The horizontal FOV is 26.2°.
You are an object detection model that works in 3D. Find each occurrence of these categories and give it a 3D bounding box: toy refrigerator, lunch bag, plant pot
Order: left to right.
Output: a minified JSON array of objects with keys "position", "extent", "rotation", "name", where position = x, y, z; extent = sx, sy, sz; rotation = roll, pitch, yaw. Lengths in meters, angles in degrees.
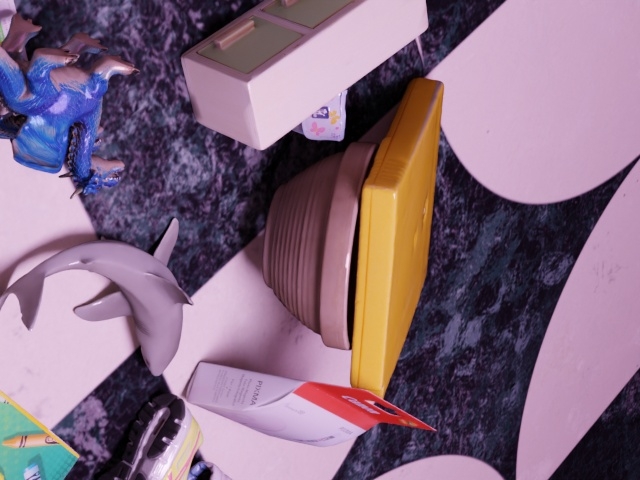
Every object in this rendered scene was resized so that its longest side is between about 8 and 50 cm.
[{"position":[-0.012,-0.215,1.458],"extent":[0.269,0.102,0.094],"rotation":[-39,137,-30],"name":"toy refrigerator"},{"position":[-0.007,-0.153,1.516],"extent":[0.053,0.083,0.071],"rotation":[-28,132,-39],"name":"lunch bag"},{"position":[0.000,0.000,1.561],"extent":[0.237,0.109,0.237],"rotation":[9,90,-81],"name":"plant pot"}]

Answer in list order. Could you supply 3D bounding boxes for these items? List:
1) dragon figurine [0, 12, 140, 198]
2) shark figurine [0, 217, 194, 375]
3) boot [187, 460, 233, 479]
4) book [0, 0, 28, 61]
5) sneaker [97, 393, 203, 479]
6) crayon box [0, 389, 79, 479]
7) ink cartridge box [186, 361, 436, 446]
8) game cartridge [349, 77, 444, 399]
[{"position":[-0.252,-0.111,1.195],"extent":[0.289,0.085,0.144],"rotation":[1,120,-62],"name":"dragon figurine"},{"position":[-0.191,0.048,1.388],"extent":[0.278,0.116,0.166],"rotation":[28,87,-56],"name":"shark figurine"},{"position":[-0.182,0.385,1.635],"extent":[0.258,0.095,0.123],"rotation":[-58,139,-22],"name":"boot"},{"position":[-0.319,-0.145,1.177],"extent":[0.144,0.035,0.096],"rotation":[-40,142,-30],"name":"book"},{"position":[-0.195,0.281,1.550],"extent":[0.208,0.081,0.094],"rotation":[-56,146,-12],"name":"sneaker"},{"position":[-0.349,0.127,1.191],"extent":[0.081,0.165,0.278],"rotation":[-53,142,-15],"name":"crayon box"},{"position":[-0.011,0.204,1.603],"extent":[0.189,0.232,0.066],"rotation":[35,70,-53],"name":"ink cartridge box"},{"position":[0.088,-0.005,1.628],"extent":[0.324,0.052,0.285],"rotation":[-61,157,-59],"name":"game cartridge"}]
